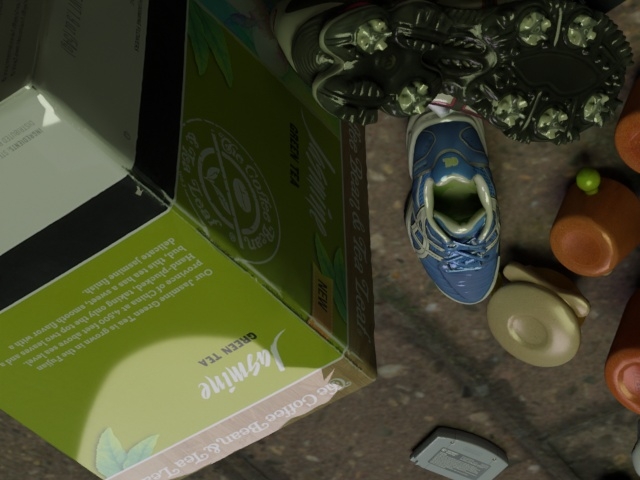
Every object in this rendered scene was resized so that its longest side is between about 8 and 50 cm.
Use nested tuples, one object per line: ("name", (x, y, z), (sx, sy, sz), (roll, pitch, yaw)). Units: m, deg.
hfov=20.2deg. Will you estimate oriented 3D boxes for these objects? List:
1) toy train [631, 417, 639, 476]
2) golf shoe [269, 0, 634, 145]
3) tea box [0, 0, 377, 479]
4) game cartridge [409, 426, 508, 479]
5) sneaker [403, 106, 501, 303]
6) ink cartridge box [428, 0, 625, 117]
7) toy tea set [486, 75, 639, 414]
("toy train", (0.388, 0.145, 1.275), (0.334, 0.190, 0.142), (17, 158, 22))
("golf shoe", (0.096, -0.137, 1.248), (0.273, 0.120, 0.105), (4, 112, -32))
("tea box", (-0.143, -0.063, 1.212), (0.220, 0.329, 0.323), (-29, 130, 25))
("game cartridge", (0.134, 0.205, 1.705), (0.083, 0.017, 0.056), (24, 134, -23))
("sneaker", (0.104, -0.016, 1.437), (0.080, 0.081, 0.211), (-10, 136, 7))
("ink cartridge box", (0.102, -0.207, 1.271), (0.206, 0.045, 0.208), (-32, 126, 28))
("toy tea set", (0.279, -0.002, 1.458), (0.200, 0.124, 0.336), (33, 136, 9))
